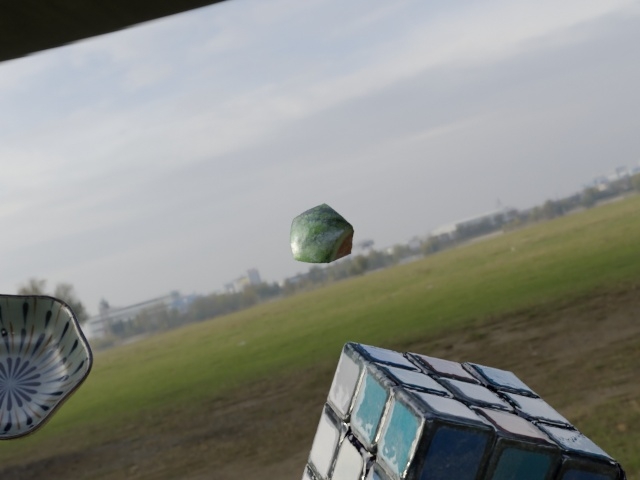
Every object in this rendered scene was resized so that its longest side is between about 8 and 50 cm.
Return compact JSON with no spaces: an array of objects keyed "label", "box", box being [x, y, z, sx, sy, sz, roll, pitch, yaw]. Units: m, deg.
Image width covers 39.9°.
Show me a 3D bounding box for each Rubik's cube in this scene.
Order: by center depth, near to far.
[{"label":"Rubik's cube","box":[0.191,0.394,1.406,0.359,0.362,0.363,13,12,-23]}]

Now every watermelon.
[{"label":"watermelon","box":[0.002,0.001,1.268,0.092,0.072,0.084,-44,42,-1]}]

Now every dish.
[{"label":"dish","box":[-0.329,0.144,0.919,0.191,0.190,0.066,-15,-39,-16]}]
